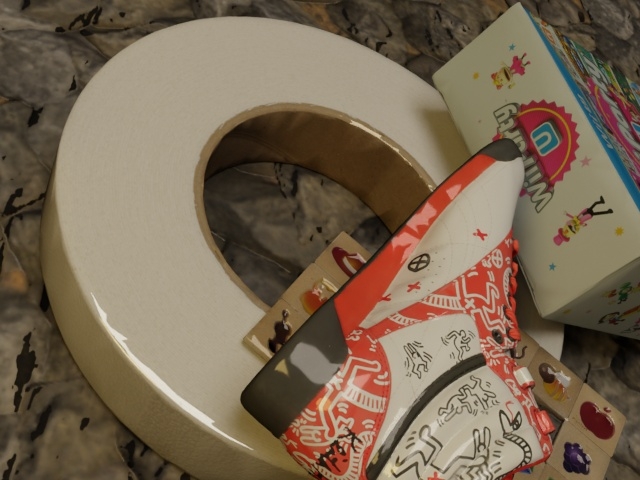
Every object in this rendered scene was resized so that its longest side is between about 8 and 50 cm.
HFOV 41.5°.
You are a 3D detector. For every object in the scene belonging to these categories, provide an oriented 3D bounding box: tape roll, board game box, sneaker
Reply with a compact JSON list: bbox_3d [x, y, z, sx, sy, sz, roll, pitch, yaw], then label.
[{"bbox_3d":[0.000,0.000,0.619,0.392,0.072,0.392,15,52,-20],"label":"tape roll"},{"bbox_3d":[0.249,-0.037,0.701,0.303,0.097,0.224,13,49,-45],"label":"board game box"},{"bbox_3d":[0.086,0.056,0.509,0.145,0.090,0.270,44,52,4],"label":"sneaker"}]

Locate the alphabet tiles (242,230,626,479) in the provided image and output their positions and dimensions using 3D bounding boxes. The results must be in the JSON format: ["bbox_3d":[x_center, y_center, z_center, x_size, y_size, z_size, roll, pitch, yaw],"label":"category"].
[{"bbox_3d":[0.073,0.103,0.533,0.237,0.009,0.198,40,49,3],"label":"alphabet tiles"}]
